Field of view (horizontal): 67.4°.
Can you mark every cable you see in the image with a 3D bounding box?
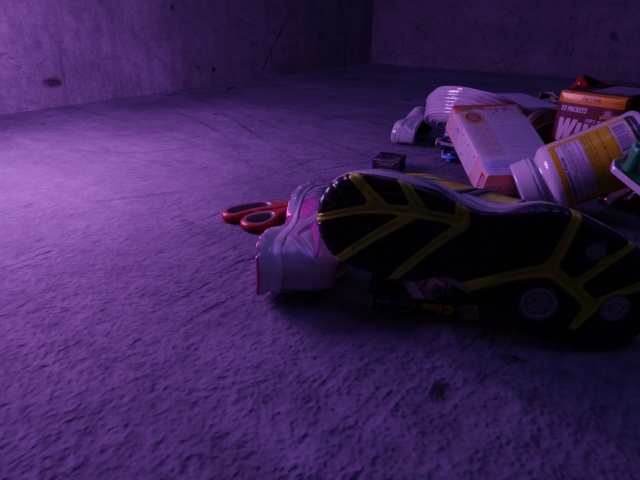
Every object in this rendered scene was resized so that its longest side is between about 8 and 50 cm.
[{"bbox_3d":[0.392,-0.317,1.231,0.256,0.089,0.257,20,6,12],"label":"cable"}]

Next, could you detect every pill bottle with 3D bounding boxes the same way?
[{"bbox_3d":[0.443,-0.125,0.819,0.208,0.119,0.119,-21,18,22],"label":"pill bottle"}]

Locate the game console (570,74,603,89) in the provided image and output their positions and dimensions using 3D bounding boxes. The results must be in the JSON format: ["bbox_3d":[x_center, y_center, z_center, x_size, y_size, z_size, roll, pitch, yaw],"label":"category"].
[{"bbox_3d":[0.858,-0.337,1.314,0.341,0.060,0.386,32,34,8],"label":"game console"}]

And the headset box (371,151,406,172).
[{"bbox_3d":[0.156,-0.176,1.098,0.062,0.032,0.083,11,26,20],"label":"headset box"}]

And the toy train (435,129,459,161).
[{"bbox_3d":[0.373,-0.225,1.154,0.184,0.080,0.105,18,25,33],"label":"toy train"}]

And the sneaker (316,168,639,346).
[{"bbox_3d":[0.193,-0.005,0.555,0.384,0.145,0.147,22,23,5],"label":"sneaker"}]

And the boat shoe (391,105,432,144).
[{"bbox_3d":[0.278,-0.318,1.359,0.081,0.079,0.227,23,38,23],"label":"boat shoe"}]

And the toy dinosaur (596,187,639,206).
[{"bbox_3d":[0.671,-0.087,0.827,0.295,0.127,0.200,11,20,9],"label":"toy dinosaur"}]

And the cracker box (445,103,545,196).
[{"bbox_3d":[0.373,-0.192,1.002,0.155,0.067,0.232,-3,49,-7],"label":"cracker box"}]

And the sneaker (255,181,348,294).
[{"bbox_3d":[0.000,0.000,0.670,0.111,0.103,0.252,11,33,11],"label":"sneaker"}]

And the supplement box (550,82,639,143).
[{"bbox_3d":[0.594,-0.218,1.005,0.194,0.192,0.129,-17,30,-33],"label":"supplement box"}]

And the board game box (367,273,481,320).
[{"bbox_3d":[0.146,0.024,0.688,0.136,0.031,0.260,3,26,11],"label":"board game box"}]

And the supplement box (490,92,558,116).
[{"bbox_3d":[0.564,-0.349,1.371,0.113,0.111,0.220,-3,25,-6],"label":"supplement box"}]

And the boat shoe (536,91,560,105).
[{"bbox_3d":[0.685,-0.375,1.436,0.113,0.104,0.302,3,26,6],"label":"boat shoe"}]

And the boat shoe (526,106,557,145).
[{"bbox_3d":[0.600,-0.258,1.177,0.324,0.123,0.116,-18,36,-33],"label":"boat shoe"}]

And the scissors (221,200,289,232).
[{"bbox_3d":[-0.032,-0.068,0.884,0.296,0.021,0.109,-17,29,-29],"label":"scissors"}]

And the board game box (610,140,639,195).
[{"bbox_3d":[0.661,-0.038,0.604,0.389,0.050,0.390,-14,49,-14],"label":"board game box"}]
